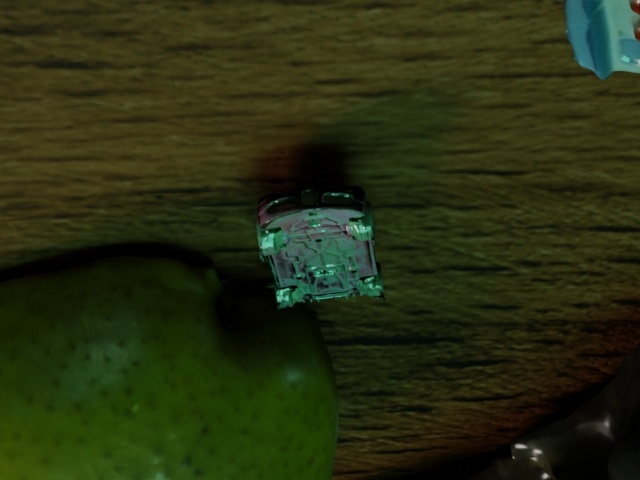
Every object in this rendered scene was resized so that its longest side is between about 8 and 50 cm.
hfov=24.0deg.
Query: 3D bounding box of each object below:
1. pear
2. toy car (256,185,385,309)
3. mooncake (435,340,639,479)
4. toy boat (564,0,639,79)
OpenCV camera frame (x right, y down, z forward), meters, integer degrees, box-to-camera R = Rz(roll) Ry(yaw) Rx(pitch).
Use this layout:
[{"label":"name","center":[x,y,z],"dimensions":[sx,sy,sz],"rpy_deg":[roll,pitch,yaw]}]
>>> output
[{"label":"pear","center":[-0.160,0.190,0.991],"dimensions":[0.340,0.191,0.386],"rpy_deg":[20,131,-37]},{"label":"toy car","center":[0.000,0.000,0.907],"dimensions":[0.069,0.055,0.142],"rpy_deg":[-6,155,3]},{"label":"mooncake","center":[0.211,0.235,1.147],"dimensions":[0.393,0.246,0.394],"rpy_deg":[-12,148,-15]},{"label":"toy boat","center":[0.158,-0.157,0.724],"dimensions":[0.098,0.109,0.238],"rpy_deg":[11,152,25]}]
